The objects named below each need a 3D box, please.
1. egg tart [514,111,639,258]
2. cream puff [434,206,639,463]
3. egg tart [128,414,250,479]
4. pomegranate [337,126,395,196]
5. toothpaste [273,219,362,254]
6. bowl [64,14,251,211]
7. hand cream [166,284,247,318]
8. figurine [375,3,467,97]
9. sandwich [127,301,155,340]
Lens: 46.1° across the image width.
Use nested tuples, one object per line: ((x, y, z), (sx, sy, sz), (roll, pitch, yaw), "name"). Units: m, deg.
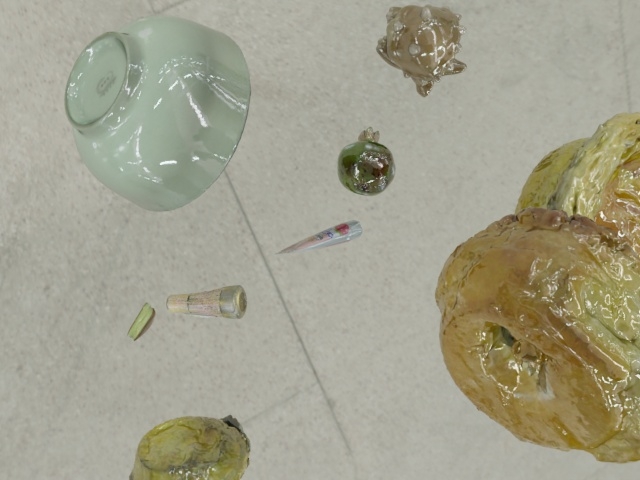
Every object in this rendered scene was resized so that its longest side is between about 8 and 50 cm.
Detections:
((0.448, -0.035, 1.266), (0.388, 0.169, 0.387), (-20, 120, -39), "egg tart")
((0.320, 0.112, 0.982), (0.231, 0.343, 0.327), (-40, 139, -32), "cream puff")
((-0.233, 0.366, 1.265), (0.232, 0.252, 0.098), (-12, 115, 19), "egg tart")
((0.090, -0.153, 1.433), (0.115, 0.142, 0.114), (7, 146, 4), "pomegranate")
((0.000, 0.000, 1.561), (0.194, 0.067, 0.043), (-18, 96, -33), "toothpaste")
((-0.310, -0.239, 1.290), (0.185, 0.354, 0.354), (22, 104, -49), "bowl")
((-0.287, 0.154, 1.862), (0.203, 0.084, 0.084), (-2, 120, 13), "hand cream")
((0.248, -0.426, 1.671), (0.177, 0.173, 0.247), (-56, 132, -9), "figurine")
((-0.370, 0.169, 1.578), (0.031, 0.044, 0.083), (36, 98, 8), "sandwich")
